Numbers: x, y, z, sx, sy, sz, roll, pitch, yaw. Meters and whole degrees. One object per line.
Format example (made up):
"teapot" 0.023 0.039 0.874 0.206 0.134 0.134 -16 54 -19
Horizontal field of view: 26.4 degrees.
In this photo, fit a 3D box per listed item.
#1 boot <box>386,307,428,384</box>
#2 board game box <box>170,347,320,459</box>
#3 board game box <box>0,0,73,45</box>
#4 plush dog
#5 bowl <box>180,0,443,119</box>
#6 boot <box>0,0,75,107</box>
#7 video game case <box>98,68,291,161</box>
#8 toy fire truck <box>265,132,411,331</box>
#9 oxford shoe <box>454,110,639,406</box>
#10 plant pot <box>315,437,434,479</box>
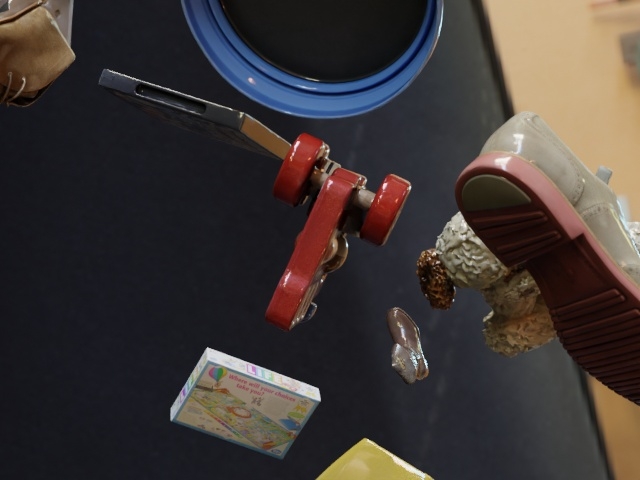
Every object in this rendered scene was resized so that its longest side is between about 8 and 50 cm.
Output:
"boot" 0.104 0.135 1.765 0.106 0.037 0.114 63 13 10
"board game box" -0.092 0.201 1.673 0.103 0.154 0.026 -58 -159 25
"board game box" -0.469 -0.429 1.736 0.390 0.050 0.389 -10 109 -52
"plush dog" 0.233 0.002 1.584 0.225 0.262 0.210 1 61 -50
"bowl" -0.010 -0.363 1.971 0.077 0.391 0.391 -62 141 -54
"boot" -0.399 -0.206 1.666 0.115 0.112 0.305 50 35 -10
"video game case" -0.198 -0.201 2.231 0.275 0.248 0.035 25 84 -75
"toy fire truck" 0.000 0.000 1.917 0.253 0.169 0.302 -64 177 3
"oxford shoe" 0.276 0.022 1.312 0.348 0.123 0.130 51 50 -19
"plant pot" 0.100 0.458 2.295 0.187 0.212 0.212 -56 153 -9
